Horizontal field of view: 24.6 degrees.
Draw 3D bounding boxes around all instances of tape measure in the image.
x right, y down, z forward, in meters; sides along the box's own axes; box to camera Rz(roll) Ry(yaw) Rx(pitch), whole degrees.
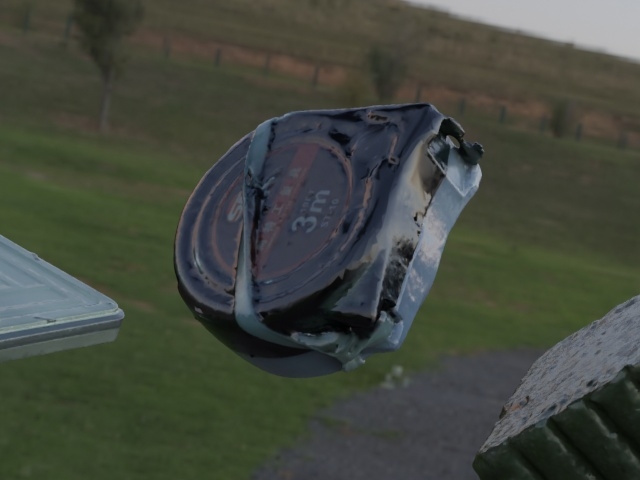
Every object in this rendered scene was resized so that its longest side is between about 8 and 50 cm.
[{"bbox_3d":[-0.004,0.000,0.969,0.181,0.182,0.107,7,-26,40],"label":"tape measure"}]

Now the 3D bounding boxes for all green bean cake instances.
[{"bbox_3d":[0.207,0.097,0.950,0.094,0.185,0.183,48,31,2],"label":"green bean cake"}]

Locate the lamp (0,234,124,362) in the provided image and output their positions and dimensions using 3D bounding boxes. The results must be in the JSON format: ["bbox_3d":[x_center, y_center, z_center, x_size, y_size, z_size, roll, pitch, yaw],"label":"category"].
[{"bbox_3d":[-0.373,0.049,1.480,0.267,0.047,0.269,27,19,29],"label":"lamp"}]
